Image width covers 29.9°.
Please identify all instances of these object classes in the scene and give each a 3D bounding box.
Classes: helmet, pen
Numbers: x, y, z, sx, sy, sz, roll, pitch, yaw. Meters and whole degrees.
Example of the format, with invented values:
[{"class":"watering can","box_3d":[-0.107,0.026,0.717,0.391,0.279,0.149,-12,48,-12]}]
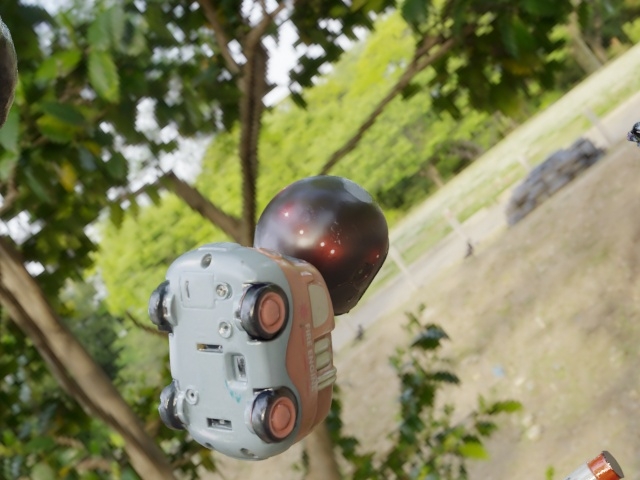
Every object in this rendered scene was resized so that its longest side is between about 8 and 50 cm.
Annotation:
[{"class":"helmet","box_3d":[0.000,0.000,1.813,0.216,0.189,0.193,-29,-34,-17]},{"class":"pen","box_3d":[0.132,0.228,0.896,0.218,0.026,0.026,-38,-1,12]}]

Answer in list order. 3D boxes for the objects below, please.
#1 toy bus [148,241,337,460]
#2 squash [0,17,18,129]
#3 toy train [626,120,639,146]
[{"class":"toy bus","box_3d":[-0.077,0.138,1.576,0.194,0.288,0.232,0,8,41]},{"class":"squash","box_3d":[-0.343,-0.130,0.994,0.156,0.193,0.193,3,22,30]},{"class":"toy train","box_3d":[0.378,-0.121,0.984,0.202,0.131,0.299,9,7,28]}]
